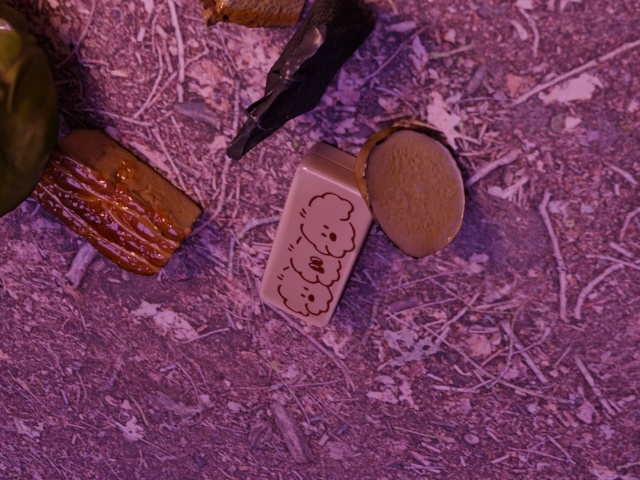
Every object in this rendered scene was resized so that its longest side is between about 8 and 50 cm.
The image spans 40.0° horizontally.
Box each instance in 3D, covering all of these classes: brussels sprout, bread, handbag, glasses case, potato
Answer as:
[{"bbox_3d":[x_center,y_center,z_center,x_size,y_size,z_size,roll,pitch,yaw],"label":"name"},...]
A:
[{"bbox_3d":[-0.616,-0.183,1.378,0.342,0.425,0.361,17,141,52],"label":"brussels sprout"},{"bbox_3d":[-0.083,-0.361,1.187,0.152,0.127,0.147,8,140,-24],"label":"bread"},{"bbox_3d":[-0.033,-0.225,1.196,0.088,0.175,0.270,38,134,-4],"label":"handbag"},{"bbox_3d":[0.000,0.000,1.452,0.144,0.076,0.336,26,136,7],"label":"glasses case"},{"bbox_3d":[-0.367,-0.064,1.574,0.274,0.114,0.185,37,137,-8],"label":"bread"},{"bbox_3d":[0.121,-0.071,1.290,0.200,0.164,0.081,58,163,-18],"label":"potato"}]
